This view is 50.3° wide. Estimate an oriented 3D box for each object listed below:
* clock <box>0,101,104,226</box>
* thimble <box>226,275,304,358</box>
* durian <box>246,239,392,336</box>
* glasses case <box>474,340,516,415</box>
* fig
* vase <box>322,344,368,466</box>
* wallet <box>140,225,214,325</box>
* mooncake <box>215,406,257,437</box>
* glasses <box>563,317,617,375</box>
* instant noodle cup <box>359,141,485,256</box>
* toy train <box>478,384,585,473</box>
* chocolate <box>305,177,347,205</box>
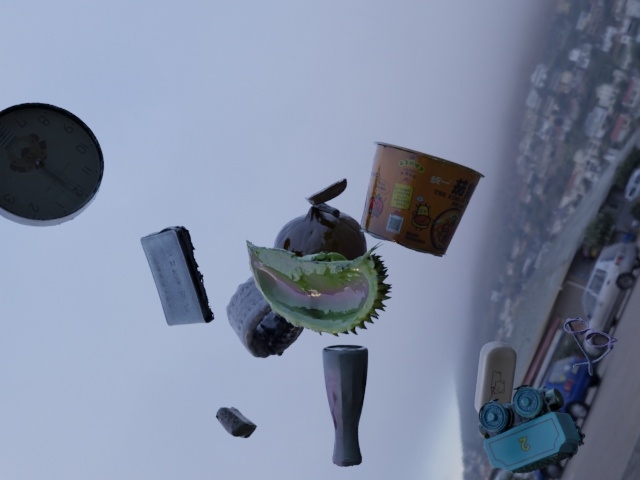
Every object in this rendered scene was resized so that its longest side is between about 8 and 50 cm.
[{"bbox_3d":[-0.690,-0.188,1.671,0.312,0.313,0.061,-57,16,-23],"label":"clock"},{"bbox_3d":[-0.161,0.223,2.043,0.217,0.157,0.245,-14,-48,-27],"label":"thimble"},{"bbox_3d":[-0.003,0.086,1.344,0.169,0.356,0.157,48,-124,-40],"label":"durian"},{"bbox_3d":[0.425,0.342,1.657,0.050,0.083,0.196,-107,18,-75],"label":"glasses case"},{"bbox_3d":[0.001,0.014,1.701,0.214,0.235,0.235,57,-135,-13],"label":"fig"},{"bbox_3d":[0.047,0.305,1.263,0.086,0.086,0.213,0,-91,-67],"label":"vase"},{"bbox_3d":[-0.318,0.080,1.494,0.036,0.167,0.221,-20,-83,-44],"label":"wallet"},{"bbox_3d":[-0.305,0.642,2.405,0.073,0.125,0.130,-54,-29,-5],"label":"mooncake"},{"bbox_3d":[0.616,0.250,1.562,0.063,0.140,0.103,-22,-65,-16],"label":"glasses"},{"bbox_3d":[0.175,-0.074,1.261,0.216,0.216,0.172,4,-75,-68],"label":"instant noodle cup"},{"bbox_3d":[0.444,0.407,1.463,0.203,0.162,0.112,-36,-35,30],"label":"toy train"},{"bbox_3d":[0.017,-0.105,1.507,0.101,0.031,0.064,-28,11,-5],"label":"chocolate"}]
